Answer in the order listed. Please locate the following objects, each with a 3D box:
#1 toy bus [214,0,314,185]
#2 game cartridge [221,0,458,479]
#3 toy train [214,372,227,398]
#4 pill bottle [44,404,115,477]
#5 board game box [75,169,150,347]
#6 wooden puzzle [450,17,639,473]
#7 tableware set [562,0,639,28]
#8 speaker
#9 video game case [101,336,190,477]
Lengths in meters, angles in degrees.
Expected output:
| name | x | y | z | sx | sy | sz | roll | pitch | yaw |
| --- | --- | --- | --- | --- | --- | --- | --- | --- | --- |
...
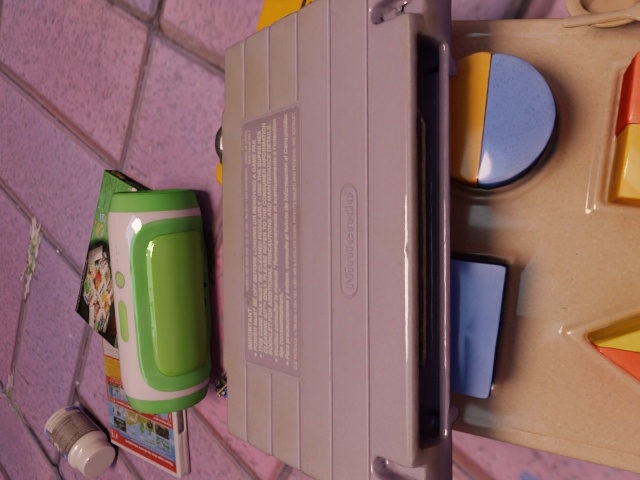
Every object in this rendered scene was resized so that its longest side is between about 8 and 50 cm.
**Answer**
| name | x | y | z | sx | sy | sz | roll | pitch | yaw |
| --- | --- | --- | --- | --- | --- | --- | --- | --- | --- |
| toy bus | 0.005 | -0.183 | 0.531 | 0.130 | 0.108 | 0.332 | 35 | 117 | 26 |
| game cartridge | 0.000 | 0.000 | 0.417 | 0.230 | 0.068 | 0.355 | 0 | 91 | 54 |
| toy train | -0.099 | 0.174 | 0.725 | 0.036 | 0.027 | 0.158 | 50 | 124 | 8 |
| pill bottle | -0.457 | 0.383 | 1.008 | 0.137 | 0.078 | 0.078 | 26 | 113 | 33 |
| board game box | -0.334 | 0.029 | 0.863 | 0.136 | 0.030 | 0.259 | 29 | 108 | 36 |
| wooden puzzle | 0.175 | -0.002 | 0.373 | 0.348 | 0.080 | 0.322 | 7 | 93 | 24 |
| tableware set | 0.240 | -0.191 | 0.350 | 0.141 | 0.020 | 0.168 | 3 | 64 | 25 |
| speaker | -0.222 | 0.079 | 0.740 | 0.131 | 0.131 | 0.296 | 4 | 100 | 38 |
| video game case | -0.302 | 0.234 | 0.895 | 0.204 | 0.025 | 0.285 | 5 | 100 | 37 |
